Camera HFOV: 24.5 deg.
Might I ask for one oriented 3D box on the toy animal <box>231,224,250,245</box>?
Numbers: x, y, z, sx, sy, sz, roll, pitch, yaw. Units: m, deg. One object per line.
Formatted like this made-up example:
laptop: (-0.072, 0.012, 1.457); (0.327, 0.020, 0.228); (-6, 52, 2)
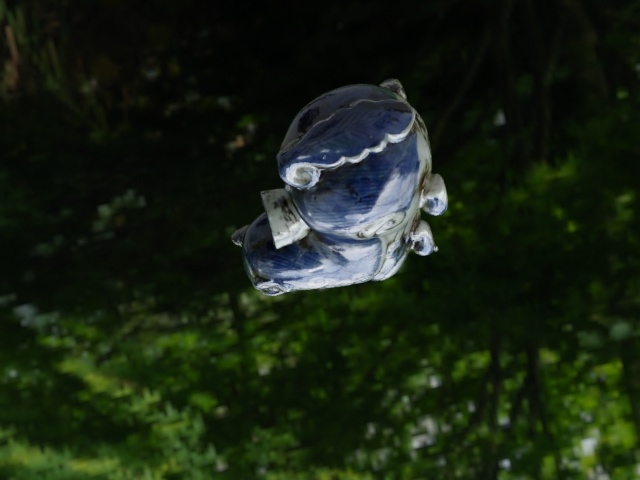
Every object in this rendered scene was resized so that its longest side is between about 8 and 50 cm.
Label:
toy animal: (0.000, 0.000, 1.752); (0.179, 0.089, 0.188); (-9, -159, -32)

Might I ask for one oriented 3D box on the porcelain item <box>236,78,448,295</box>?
porcelain item: (0.011, -0.039, 1.376); (0.186, 0.138, 0.288); (-18, 162, -7)
